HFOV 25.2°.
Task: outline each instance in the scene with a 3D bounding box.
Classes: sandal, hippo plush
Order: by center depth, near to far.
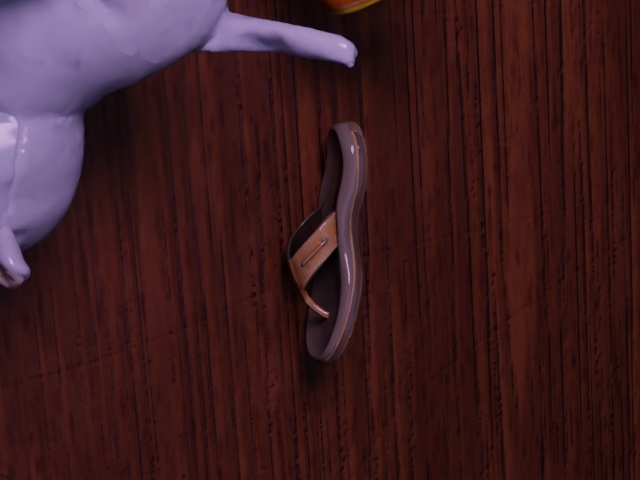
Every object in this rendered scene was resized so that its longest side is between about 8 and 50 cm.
[{"bbox_3d":[-0.191,-0.118,0.857,0.294,0.234,0.236,22,110,-36],"label":"hippo plush"},{"bbox_3d":[0.000,0.000,1.058,0.049,0.072,0.180,4,94,-19],"label":"sandal"}]

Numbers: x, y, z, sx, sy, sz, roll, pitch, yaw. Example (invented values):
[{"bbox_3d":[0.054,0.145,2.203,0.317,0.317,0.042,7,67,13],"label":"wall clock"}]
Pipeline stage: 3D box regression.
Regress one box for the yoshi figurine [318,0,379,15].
[{"bbox_3d":[-0.009,-0.348,0.933,0.203,0.203,0.362,-49,119,-37],"label":"yoshi figurine"}]
